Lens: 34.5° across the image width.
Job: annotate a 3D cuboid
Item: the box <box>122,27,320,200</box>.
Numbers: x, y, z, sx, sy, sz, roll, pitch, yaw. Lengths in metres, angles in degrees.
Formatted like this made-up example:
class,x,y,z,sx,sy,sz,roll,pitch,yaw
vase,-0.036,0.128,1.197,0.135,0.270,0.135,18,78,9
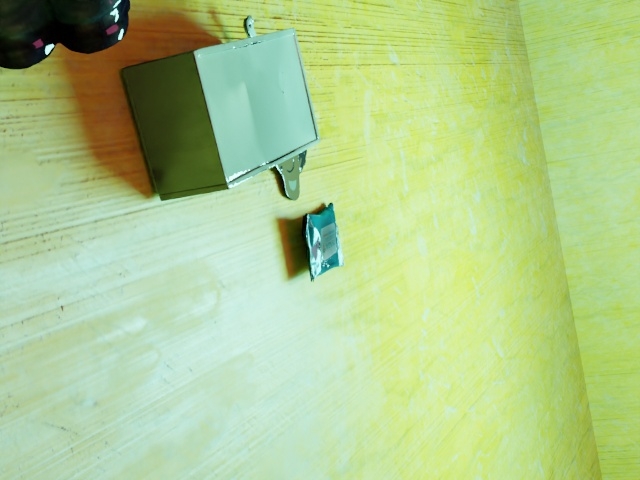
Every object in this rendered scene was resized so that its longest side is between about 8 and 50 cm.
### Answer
class,x,y,z,sx,sy,sz,roll,pitch,yaw
box,-0.092,-0.132,1.038,0.225,0.086,0.129,-36,116,-63

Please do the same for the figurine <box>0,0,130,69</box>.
class,x,y,z,sx,sy,sz,roll,pitch,yaw
figurine,-0.213,-0.268,0.655,0.204,0.185,0.332,-112,-171,-64

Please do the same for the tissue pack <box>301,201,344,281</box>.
class,x,y,z,sx,sy,sz,roll,pitch,yaw
tissue pack,0.000,0.000,1.269,0.138,0.028,0.085,-20,103,-70

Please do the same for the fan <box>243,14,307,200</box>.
class,x,y,z,sx,sy,sz,roll,pitch,yaw
fan,-0.051,-0.166,1.208,0.226,0.008,0.152,66,28,-43
